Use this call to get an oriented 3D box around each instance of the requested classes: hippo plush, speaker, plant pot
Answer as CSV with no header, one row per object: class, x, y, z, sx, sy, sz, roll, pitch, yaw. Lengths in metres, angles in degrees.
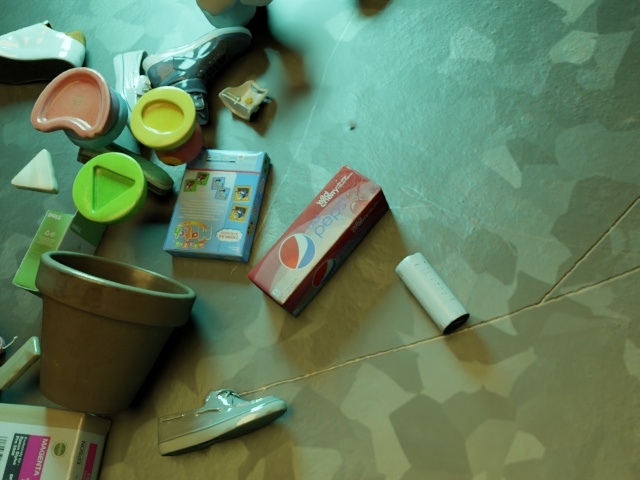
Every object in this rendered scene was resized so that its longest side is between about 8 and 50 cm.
hippo plush,-0.206,-0.550,1.480,0.235,0.236,0.294,4,82,-14
speaker,0.182,0.086,1.218,0.055,0.055,0.136,-36,63,-1
plant pot,-0.365,0.161,1.255,0.263,0.263,0.229,17,91,22

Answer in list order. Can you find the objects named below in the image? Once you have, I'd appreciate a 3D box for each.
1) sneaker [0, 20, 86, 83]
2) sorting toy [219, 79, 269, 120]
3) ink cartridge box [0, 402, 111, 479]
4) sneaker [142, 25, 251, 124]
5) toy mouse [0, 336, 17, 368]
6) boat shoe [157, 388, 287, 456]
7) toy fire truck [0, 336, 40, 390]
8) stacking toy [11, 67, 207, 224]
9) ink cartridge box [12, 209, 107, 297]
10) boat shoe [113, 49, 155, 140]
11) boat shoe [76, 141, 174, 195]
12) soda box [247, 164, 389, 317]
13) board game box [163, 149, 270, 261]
sneaker,-0.651,-0.422,1.651,0.290,0.106,0.123,5,63,8
sorting toy,-0.142,-0.282,1.475,0.083,0.045,0.075,33,73,26
ink cartridge box,-0.480,0.402,1.257,0.194,0.088,0.234,0,67,17
sneaker,-0.222,-0.324,1.493,0.226,0.086,0.163,-24,72,-4
toy mouse,-0.644,0.223,1.409,0.143,0.031,0.161,38,82,25
boat shoe,-0.168,0.284,1.221,0.228,0.079,0.081,-21,68,10
toy fire truck,-0.627,0.208,1.328,0.247,0.158,0.216,-11,66,-19
stacking toy,-0.386,-0.160,1.387,0.309,0.130,0.279,19,76,16
ink cartridge box,-0.481,0.011,1.409,0.062,0.109,0.209,14,73,20
boat shoe,-0.371,-0.308,1.524,0.076,0.083,0.226,-23,63,7
boat shoe,-0.386,-0.137,1.468,0.224,0.080,0.073,30,104,17
soda box,0.000,0.000,1.291,0.092,0.083,0.263,36,82,26
board game box,-0.192,-0.069,1.399,0.160,0.039,0.211,5,69,18
